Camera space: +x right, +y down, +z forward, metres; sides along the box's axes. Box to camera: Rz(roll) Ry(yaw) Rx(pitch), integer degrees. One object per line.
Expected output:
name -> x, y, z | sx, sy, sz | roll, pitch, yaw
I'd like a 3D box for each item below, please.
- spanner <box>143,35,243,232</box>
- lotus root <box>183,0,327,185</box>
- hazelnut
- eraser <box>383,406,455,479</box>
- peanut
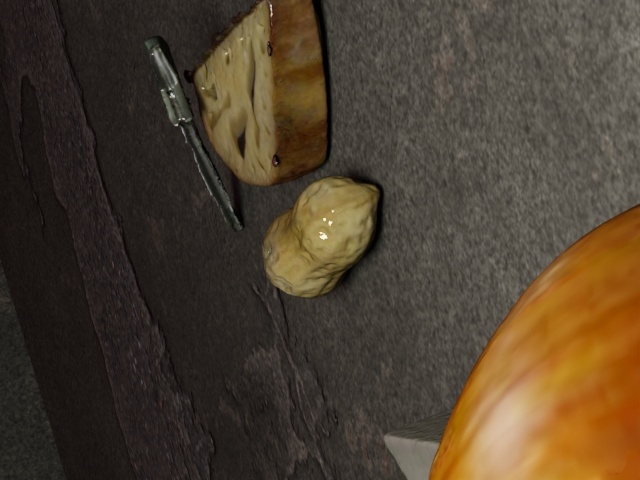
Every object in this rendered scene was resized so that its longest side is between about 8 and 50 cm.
spanner -> -0.128, -0.101, 2.025 | 0.325, 0.026, 0.093 | 68, -179, -57
lotus root -> -0.051, -0.138, 1.892 | 0.261, 0.074, 0.170 | 165, 91, -69
hazelnut -> 0.225, 0.145, 1.027 | 0.372, 0.315, 0.372 | 4, 97, 33
eraser -> 0.182, 0.166, 1.349 | 0.352, 0.111, 0.077 | 1, 107, 62
peanut -> 0.000, 0.000, 1.830 | 0.214, 0.099, 0.099 | -39, 66, 62
